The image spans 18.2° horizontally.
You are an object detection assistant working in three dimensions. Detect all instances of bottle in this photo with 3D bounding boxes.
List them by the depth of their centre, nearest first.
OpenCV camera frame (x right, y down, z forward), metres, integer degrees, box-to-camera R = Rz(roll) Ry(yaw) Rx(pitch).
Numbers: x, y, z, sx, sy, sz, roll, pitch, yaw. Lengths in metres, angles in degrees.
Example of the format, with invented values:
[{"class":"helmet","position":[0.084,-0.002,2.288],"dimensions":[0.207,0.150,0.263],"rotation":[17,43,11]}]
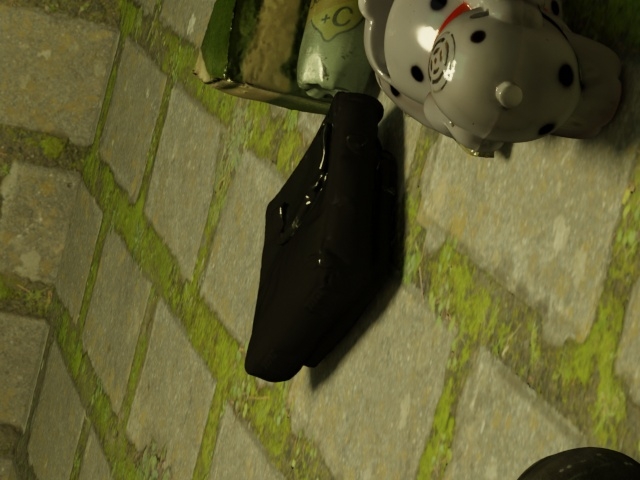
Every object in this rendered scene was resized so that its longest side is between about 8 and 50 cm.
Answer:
[{"class":"bottle","position":[0.037,-0.285,2.173],"dimensions":[0.083,0.083,0.269],"rotation":[160,123,-70]}]

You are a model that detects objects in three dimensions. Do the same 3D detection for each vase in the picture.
[{"class":"vase","position":[0.198,0.214,1.309],"dimensions":[0.183,0.120,0.120],"rotation":[41,119,51]}]

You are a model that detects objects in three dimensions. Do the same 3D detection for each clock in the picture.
[{"class":"clock","position":[0.140,-0.150,1.597],"dimensions":[0.254,0.189,0.188],"rotation":[-120,44,-67]}]

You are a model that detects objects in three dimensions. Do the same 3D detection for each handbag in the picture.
[{"class":"handbag","position":[0.000,0.000,2.100],"dimensions":[0.275,0.088,0.244],"rotation":[121,157,-55]}]

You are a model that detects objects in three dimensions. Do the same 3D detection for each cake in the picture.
[{"class":"cake","position":[-0.043,-0.286,2.303],"dimensions":[0.172,0.158,0.283],"rotation":[157,124,-71]}]

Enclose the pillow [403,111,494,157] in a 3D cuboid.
[{"class":"pillow","position":[0.130,-0.151,1.836],"dimensions":[0.208,0.053,0.119],"rotation":[-140,61,-67]}]
